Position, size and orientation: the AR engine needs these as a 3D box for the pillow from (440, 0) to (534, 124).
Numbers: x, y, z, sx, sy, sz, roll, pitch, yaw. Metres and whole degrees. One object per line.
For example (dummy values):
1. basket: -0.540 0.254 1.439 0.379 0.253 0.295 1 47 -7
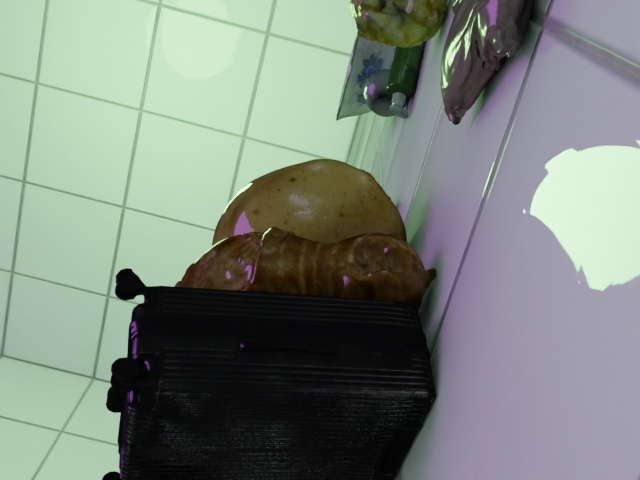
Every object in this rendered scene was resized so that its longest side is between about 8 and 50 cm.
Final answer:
1. pillow: 0.184 -0.245 0.915 0.270 0.067 0.173 116 163 -82

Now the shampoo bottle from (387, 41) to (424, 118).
1. shampoo bottle: 0.182 -0.360 1.782 0.065 0.065 0.204 110 174 -67

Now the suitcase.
1. suitcase: -0.063 0.169 0.911 0.152 0.335 0.229 -100 20 -46

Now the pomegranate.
1. pomegranate: -0.007 0.012 1.285 0.319 0.319 0.319 -166 90 -88

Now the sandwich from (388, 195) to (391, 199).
1. sandwich: 0.075 -0.027 1.654 0.186 0.108 0.220 -83 6 -67

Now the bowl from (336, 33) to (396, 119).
1. bowl: 0.143 -0.442 2.123 0.313 0.146 0.313 -165 90 -89

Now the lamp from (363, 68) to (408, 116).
1. lamp: 0.148 -0.329 1.850 0.105 0.105 0.105 -166 90 -88

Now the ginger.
1. ginger: -0.042 0.096 1.066 0.274 0.357 0.152 94 174 -56

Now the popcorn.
1. popcorn: 0.149 -0.460 1.573 0.167 0.187 0.185 -15 -87 -74
